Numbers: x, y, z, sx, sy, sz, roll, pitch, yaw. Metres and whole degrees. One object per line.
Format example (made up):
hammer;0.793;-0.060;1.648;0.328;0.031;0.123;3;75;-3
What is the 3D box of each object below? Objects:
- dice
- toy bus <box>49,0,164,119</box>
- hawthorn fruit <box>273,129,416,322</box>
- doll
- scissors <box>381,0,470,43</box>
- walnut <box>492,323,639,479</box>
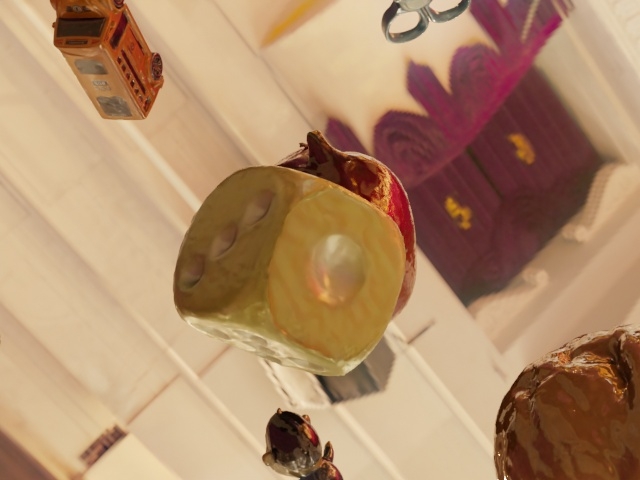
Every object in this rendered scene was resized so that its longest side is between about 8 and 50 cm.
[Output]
dice;-0.033;0.031;1.087;0.169;0.169;0.166;1;-114;54
toy bus;-0.260;-0.231;1.304;0.083;0.194;0.088;3;-121;17
hawthorn fruit;0.007;0.012;1.552;0.311;0.295;0.295;-47;-168;40
doll;-0.021;0.292;1.430;0.089;0.179;0.102;2;-145;48
scissors;0.111;-0.323;1.365;0.125;0.030;0.256;-25;160;12
walnut;0.178;0.124;0.636;0.166;0.149;0.166;2;-156;-1
